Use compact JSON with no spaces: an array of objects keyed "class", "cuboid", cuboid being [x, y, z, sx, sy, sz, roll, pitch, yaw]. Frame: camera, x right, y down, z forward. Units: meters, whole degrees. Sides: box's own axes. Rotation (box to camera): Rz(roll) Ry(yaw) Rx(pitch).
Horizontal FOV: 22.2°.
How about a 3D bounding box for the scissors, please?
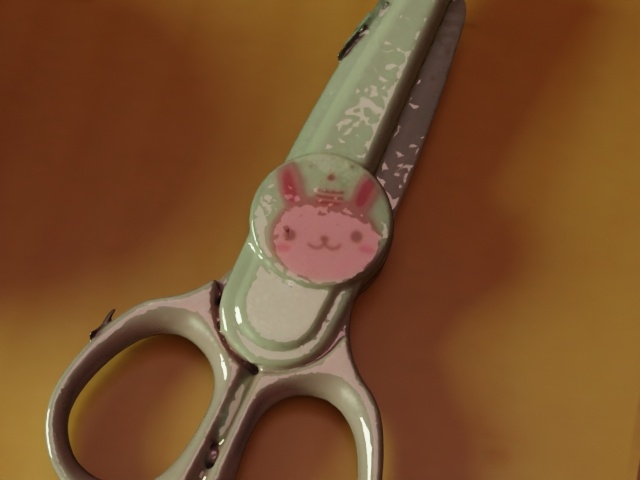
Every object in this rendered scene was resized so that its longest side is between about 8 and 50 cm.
[{"class":"scissors","cuboid":[0.000,0.000,0.584,0.118,0.030,0.242,24,73,7]}]
